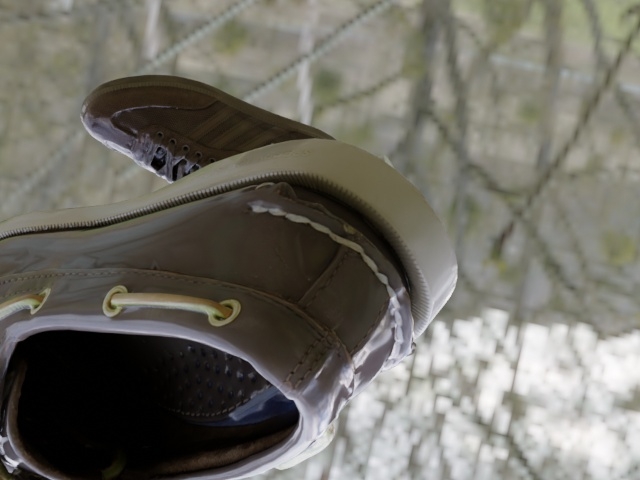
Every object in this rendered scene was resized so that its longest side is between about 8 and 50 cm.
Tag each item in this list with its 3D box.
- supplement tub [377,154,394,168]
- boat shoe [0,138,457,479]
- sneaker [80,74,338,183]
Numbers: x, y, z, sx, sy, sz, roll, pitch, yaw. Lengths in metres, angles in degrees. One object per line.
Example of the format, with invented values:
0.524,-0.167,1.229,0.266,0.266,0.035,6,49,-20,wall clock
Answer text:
0.000,0.000,2.126,0.200,0.144,0.144,-22,-175,8,supplement tub
-0.088,0.053,0.775,0.324,0.116,0.096,-18,-154,46,boat shoe
-0.070,-0.057,1.328,0.188,0.066,0.071,13,-134,-12,sneaker
